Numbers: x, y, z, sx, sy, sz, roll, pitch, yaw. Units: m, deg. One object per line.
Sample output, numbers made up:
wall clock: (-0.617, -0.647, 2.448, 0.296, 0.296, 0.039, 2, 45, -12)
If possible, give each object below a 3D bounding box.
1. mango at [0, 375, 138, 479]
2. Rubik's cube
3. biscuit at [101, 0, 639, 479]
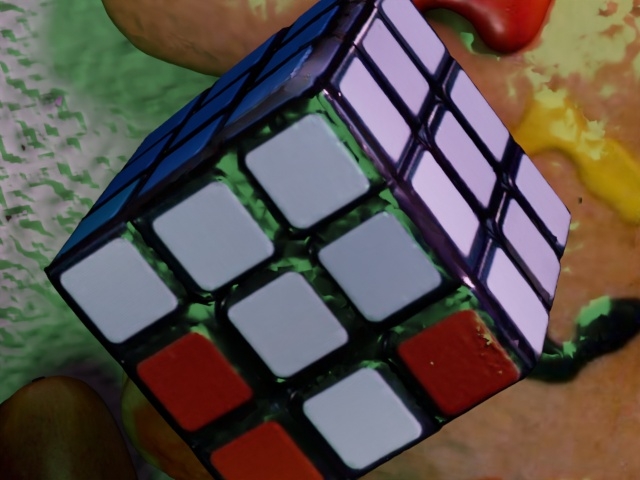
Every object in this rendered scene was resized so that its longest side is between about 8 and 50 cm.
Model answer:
mango: (-0.147, 0.203, 1.046, 0.133, 0.111, 0.267, 32, 132, 48)
Rubik's cube: (0.000, 0.000, 0.833, 0.162, 0.160, 0.163, -32, 105, 25)
biscuit: (0.048, -0.015, 0.944, 0.368, 0.076, 0.394, 12, 115, 6)
